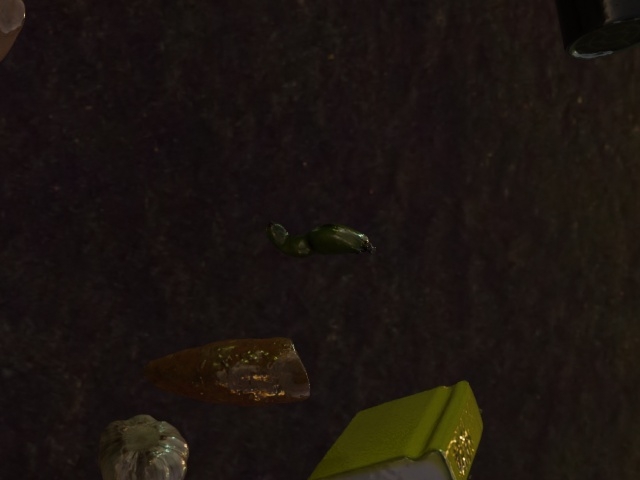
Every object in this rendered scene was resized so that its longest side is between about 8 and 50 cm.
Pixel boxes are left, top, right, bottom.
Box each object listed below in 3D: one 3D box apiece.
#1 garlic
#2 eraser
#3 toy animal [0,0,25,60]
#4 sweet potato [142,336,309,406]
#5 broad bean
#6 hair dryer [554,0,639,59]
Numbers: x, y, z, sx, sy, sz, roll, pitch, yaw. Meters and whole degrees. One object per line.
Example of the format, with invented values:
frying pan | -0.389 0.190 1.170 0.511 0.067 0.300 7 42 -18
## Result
garlic | -0.287 0.353 1.390 0.147 0.159 0.102 -32 135 -41
eraser | 0.090 0.235 0.946 0.069 0.158 0.226 70 21 -4
toy animal | -0.351 -0.291 0.734 0.237 0.269 0.326 3 94 -51
sweet potato | -0.128 0.183 1.191 0.097 0.252 0.097 -3 90 -71
broad bean | 0.000 0.000 1.471 0.048 0.214 0.070 -52 137 -44
hair dryer | 0.161 -0.254 0.628 0.248 0.078 0.195 3 74 -49
